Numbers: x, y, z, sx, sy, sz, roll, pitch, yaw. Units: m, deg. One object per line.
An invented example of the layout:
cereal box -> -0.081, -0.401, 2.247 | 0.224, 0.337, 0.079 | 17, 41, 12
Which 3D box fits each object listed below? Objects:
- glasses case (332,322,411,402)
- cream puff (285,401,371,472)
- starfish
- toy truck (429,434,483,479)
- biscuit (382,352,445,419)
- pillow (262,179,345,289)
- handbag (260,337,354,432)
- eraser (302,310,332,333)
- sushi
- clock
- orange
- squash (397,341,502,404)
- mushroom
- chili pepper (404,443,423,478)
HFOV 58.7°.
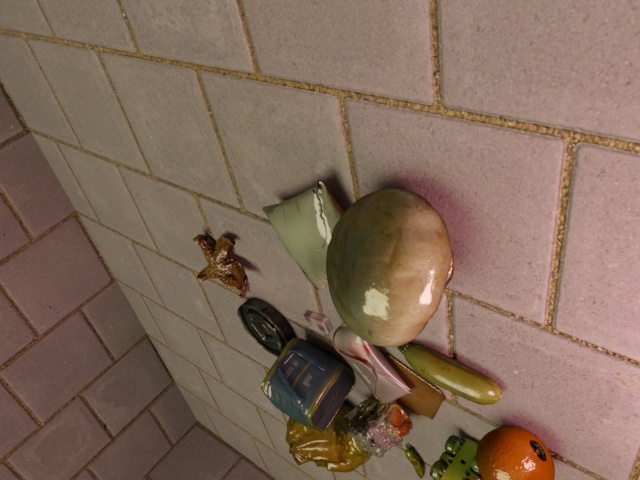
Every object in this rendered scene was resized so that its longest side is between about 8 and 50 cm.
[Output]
glasses case -> 0.162, 0.400, 1.813 | 0.308, 0.083, 0.128 | 51, 148, -5
cream puff -> 0.015, 0.793, 2.273 | 0.378, 0.275, 0.378 | 28, 144, 22
starfish -> -0.354, 0.105, 2.095 | 0.303, 0.113, 0.312 | 20, 137, 37
toy truck -> 0.443, 0.738, 1.783 | 0.148, 0.187, 0.211 | 26, 143, 39
biscuit -> 0.282, 0.481, 1.850 | 0.236, 0.013, 0.232 | 34, 146, 21
pillow -> 0.000, 0.000, 1.542 | 0.312, 0.119, 0.310 | 54, 150, -14
handbag -> -0.044, 0.512, 2.037 | 0.240, 0.263, 0.222 | 23, 156, 30
eraser -> -0.011, 0.283, 1.962 | 0.105, 0.026, 0.065 | 14, 139, 41
sushi -> 0.192, 0.637, 1.966 | 0.139, 0.184, 0.274 | 49, 156, -4
clock -> -0.210, 0.344, 2.239 | 0.280, 0.055, 0.281 | 31, 145, 24
orange -> 0.527, 0.603, 1.536 | 0.206, 0.206, 0.206 | 30, 145, 24
squash -> 0.337, 0.360, 1.578 | 0.340, 0.094, 0.095 | 24, 142, 33
mushroom -> 0.154, 0.059, 1.276 | 0.352, 0.260, 0.353 | -16, 71, 61
chili pepper -> 0.363, 0.848, 2.142 | 0.048, 0.043, 0.208 | -2, 126, 35
